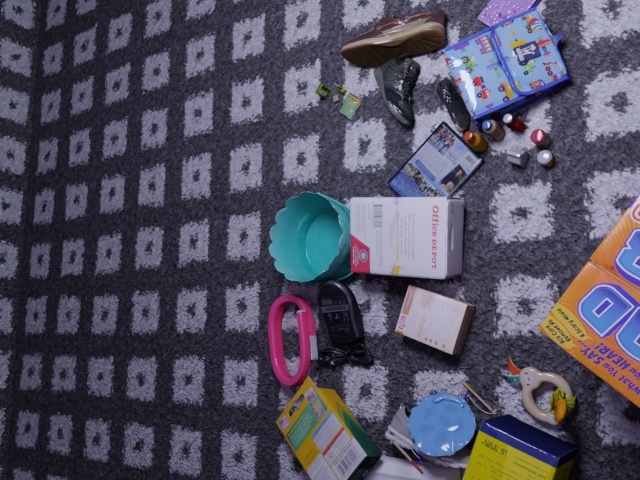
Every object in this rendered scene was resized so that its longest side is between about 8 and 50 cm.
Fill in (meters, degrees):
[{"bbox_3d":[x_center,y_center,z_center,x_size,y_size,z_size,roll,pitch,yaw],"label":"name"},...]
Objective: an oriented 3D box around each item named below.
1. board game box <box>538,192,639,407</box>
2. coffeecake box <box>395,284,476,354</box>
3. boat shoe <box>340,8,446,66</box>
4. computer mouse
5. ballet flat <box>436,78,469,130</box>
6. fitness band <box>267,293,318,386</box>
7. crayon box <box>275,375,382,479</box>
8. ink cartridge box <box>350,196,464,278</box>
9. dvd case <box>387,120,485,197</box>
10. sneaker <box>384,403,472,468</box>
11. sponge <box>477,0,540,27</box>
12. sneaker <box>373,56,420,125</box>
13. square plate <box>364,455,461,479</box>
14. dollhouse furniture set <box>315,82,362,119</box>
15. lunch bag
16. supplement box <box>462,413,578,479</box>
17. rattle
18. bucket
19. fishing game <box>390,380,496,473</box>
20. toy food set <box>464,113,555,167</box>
[{"bbox_3d":[0.748,0.157,1.325,0.356,0.356,0.356,41,106,32],"label":"board game box"},{"bbox_3d":[0.319,0.219,1.787,0.185,0.068,0.143,19,94,35],"label":"coffeecake box"},{"bbox_3d":[0.224,-0.632,1.963,0.341,0.123,0.123,-6,66,34],"label":"boat shoe"},{"bbox_3d":[0.064,0.243,1.944,0.188,0.072,0.273,-4,103,30],"label":"computer mouse"},{"bbox_3d":[0.387,-0.391,1.856,0.049,0.057,0.173,117,138,-62],"label":"ballet flat"},{"bbox_3d":[-0.095,0.316,2.034,0.209,0.054,0.291,-23,67,49],"label":"fitness band"},{"bbox_3d":[0.018,0.591,1.907,0.203,0.083,0.323,-56,47,15],"label":"crayon box"},{"bbox_3d":[0.243,-0.013,1.821,0.306,0.131,0.226,3,95,33],"label":"ink cartridge box"},{"bbox_3d":[0.332,-0.199,1.871,0.253,0.022,0.180,-48,59,20],"label":"dvd case"},{"bbox_3d":[0.308,0.532,1.727,0.281,0.105,0.115,15,85,32],"label":"sneaker"},{"bbox_3d":[0.552,-0.679,1.786,0.117,0.031,0.210,48,110,30],"label":"sponge"},{"bbox_3d":[0.251,-0.463,1.927,0.130,0.087,0.228,-33,60,33],"label":"sneaker"},{"bbox_3d":[0.223,0.787,1.781,0.347,0.049,0.344,-4,80,34],"label":"square plate"},{"bbox_3d":[0.058,-0.462,2.078,0.151,0.058,0.076,39,105,32],"label":"dollhouse furniture set"},{"bbox_3d":[0.514,-0.471,1.732,0.293,0.138,0.221,-25,78,17],"label":"lunch bag"},{"bbox_3d":[0.457,0.634,1.553,0.194,0.195,0.357,21,94,35],"label":"supplement box"},{"bbox_3d":[0.522,0.374,1.586,0.199,0.142,0.130,44,126,25],"label":"rattle"},{"bbox_3d":[0.000,0.000,1.972,0.281,0.183,0.282,-5,81,34],"label":"bucket"},{"bbox_3d":[0.319,0.490,1.693,0.264,0.041,0.189,-38,40,-13],"label":"fishing game"},{"bbox_3d":[0.510,-0.270,1.707,0.232,0.104,0.111,26,98,35],"label":"toy food set"}]
